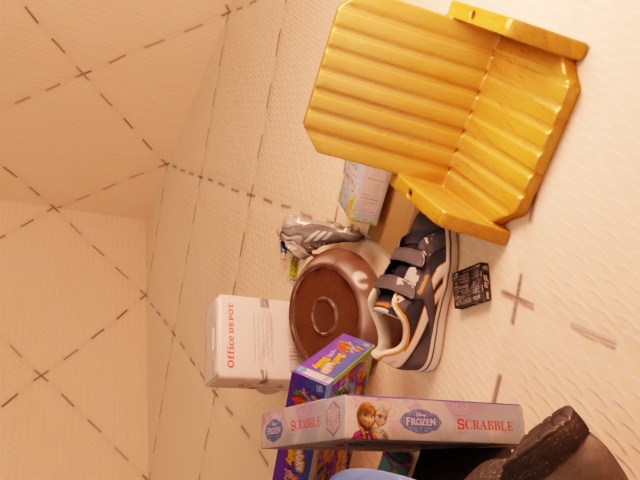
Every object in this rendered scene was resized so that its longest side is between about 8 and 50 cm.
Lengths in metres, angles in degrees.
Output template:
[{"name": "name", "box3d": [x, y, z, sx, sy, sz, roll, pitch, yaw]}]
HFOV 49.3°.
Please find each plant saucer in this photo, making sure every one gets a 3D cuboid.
[{"name": "plant saucer", "box3d": [0.022, 0.171, 1.577, 0.310, 0.050, 0.311, -2, 88, 48]}]

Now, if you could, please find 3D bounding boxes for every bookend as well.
[{"name": "bookend", "box3d": [0.242, 0.405, 1.083, 0.157, 0.072, 0.156, -11, 113, 28]}]

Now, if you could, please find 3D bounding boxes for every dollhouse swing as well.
[{"name": "dollhouse swing", "box3d": [0.180, -0.223, 1.165, 0.315, 0.305, 0.347, 53, 129, 57]}]

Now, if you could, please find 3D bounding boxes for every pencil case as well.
[{"name": "pencil case", "box3d": [0.126, 0.467, 1.356, 0.070, 0.064, 0.152, 41, 121, 40]}]

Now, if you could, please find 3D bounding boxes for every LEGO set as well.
[{"name": "LEGO set", "box3d": [-0.015, 0.120, 1.708, 0.132, 0.107, 0.287, -37, 50, 57]}]

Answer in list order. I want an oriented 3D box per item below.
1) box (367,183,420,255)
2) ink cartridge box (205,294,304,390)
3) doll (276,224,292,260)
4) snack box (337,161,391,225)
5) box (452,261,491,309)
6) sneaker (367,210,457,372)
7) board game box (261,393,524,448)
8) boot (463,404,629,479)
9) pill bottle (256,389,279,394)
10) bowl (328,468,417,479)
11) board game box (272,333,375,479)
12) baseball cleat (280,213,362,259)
[{"name": "box", "box3d": [0.166, -0.077, 1.483, 0.164, 0.021, 0.201, -136, 57, -60]}, {"name": "ink cartridge box", "box3d": [-0.138, 0.256, 1.721, 0.117, 0.283, 0.207, -42, 46, 54]}, {"name": "doll", "box3d": [-0.086, -0.003, 1.968, 0.189, 0.046, 0.129, 39, 117, 61]}, {"name": "snack box", "box3d": [0.105, -0.156, 1.539, 0.174, 0.070, 0.207, -114, 37, -72]}, {"name": "box", "box3d": [0.265, 0.081, 1.227, 0.083, 0.018, 0.067, -34, 53, 58]}, {"name": "sneaker", "box3d": [0.170, 0.083, 1.308, 0.126, 0.127, 0.321, 174, 104, -66]}, {"name": "board game box", "box3d": [0.106, 0.308, 1.149, 0.318, 0.318, 0.066, -33, 52, 57]}, {"name": "boot", "box3d": [0.286, 0.381, 0.888, 0.223, 0.118, 0.338, 47, 136, 14]}, {"name": "pill bottle", "box3d": [-0.162, 0.341, 1.959, 0.180, 0.108, 0.108, -135, 57, -60]}, {"name": "bowl", "box3d": [0.160, 0.457, 0.936, 0.077, 0.391, 0.391, -53, 7, -35]}, {"name": "board game box", "box3d": [0.001, 0.391, 1.422, 0.078, 0.233, 0.347, 17, 109, 23]}, {"name": "baseball cleat", "box3d": [0.000, 0.000, 1.666, 0.205, 0.072, 0.109, 14, 97, 26]}]
